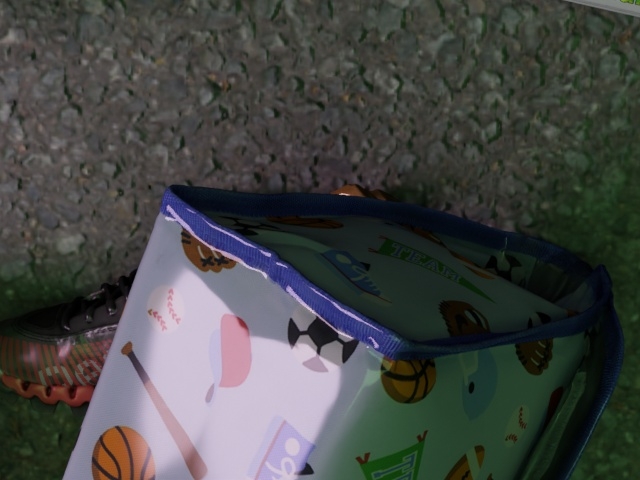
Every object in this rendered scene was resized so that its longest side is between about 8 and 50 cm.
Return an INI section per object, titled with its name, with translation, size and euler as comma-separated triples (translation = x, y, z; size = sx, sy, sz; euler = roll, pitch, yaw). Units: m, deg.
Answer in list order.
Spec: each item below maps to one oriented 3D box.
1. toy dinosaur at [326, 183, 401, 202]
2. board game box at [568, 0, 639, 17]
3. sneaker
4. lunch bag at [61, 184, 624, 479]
[toy dinosaur]
translation = 0.000, 0.000, 1.149
size = 0.211, 0.064, 0.112
euler = 39, 106, -4
[board game box]
translation = 0.283, -0.244, 1.060
size = 0.305, 0.053, 0.193
euler = 14, 105, 3
[sneaker]
translation = -0.131, 0.060, 1.154
size = 0.276, 0.098, 0.135
euler = -1, 115, 4
[lunch bag]
translation = 0.035, 0.150, 1.033
size = 0.239, 0.385, 0.328
euler = 34, 108, 30
